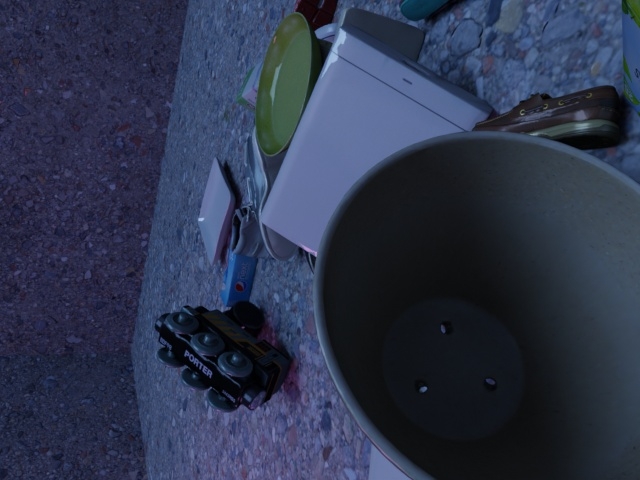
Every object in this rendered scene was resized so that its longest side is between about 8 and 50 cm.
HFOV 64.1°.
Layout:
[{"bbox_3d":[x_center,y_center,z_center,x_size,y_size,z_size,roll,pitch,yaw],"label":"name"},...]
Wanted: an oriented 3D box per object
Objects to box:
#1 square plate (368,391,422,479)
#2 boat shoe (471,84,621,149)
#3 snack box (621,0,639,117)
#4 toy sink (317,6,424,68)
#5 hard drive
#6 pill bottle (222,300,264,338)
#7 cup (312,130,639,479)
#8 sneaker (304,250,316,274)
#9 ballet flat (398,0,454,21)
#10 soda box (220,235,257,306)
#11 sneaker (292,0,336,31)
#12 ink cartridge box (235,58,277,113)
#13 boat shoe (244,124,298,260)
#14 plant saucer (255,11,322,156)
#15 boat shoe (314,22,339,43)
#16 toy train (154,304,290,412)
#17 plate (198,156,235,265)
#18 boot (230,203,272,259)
[{"bbox_3d":[0.151,0.402,0.694,0.347,0.049,0.344,10,95,62],"label":"square plate"},{"bbox_3d":[0.251,-0.135,0.582,0.178,0.064,0.060,8,87,56],"label":"boat shoe"},{"bbox_3d":[0.296,-0.099,0.363,0.070,0.174,0.207,-23,59,21],"label":"snack box"},{"bbox_3d":[0.050,-0.271,0.886,0.131,0.152,0.234,51,130,54],"label":"toy sink"},{"bbox_3d":[0.062,-0.108,0.789,0.047,0.233,0.353,-52,-8,-52],"label":"hard drive"},{"bbox_3d":[-0.246,0.265,1.377,0.219,0.122,0.123,-51,42,29],"label":"pill bottle"},{"bbox_3d":[0.157,0.095,0.504,0.237,0.330,0.331,92,169,-62],"label":"cup"},{"bbox_3d":[0.000,0.000,1.039,0.118,0.083,0.222,117,143,-70],"label":"sneaker"},{"bbox_3d":[0.195,-0.381,0.725,0.221,0.076,0.079,10,75,63],"label":"ballet flat"},{"bbox_3d":[-0.229,0.082,1.451,0.071,0.067,0.210,42,122,57],"label":"soda box"},{"bbox_3d":[-0.013,-0.558,1.149,0.221,0.087,0.128,-60,26,19],"label":"sneaker"},{"bbox_3d":[-0.071,-0.318,1.103,0.212,0.154,0.093,1,65,61],"label":"ink cartridge box"},{"bbox_3d":[-0.113,-0.112,1.180,0.099,0.116,0.320,-7,91,59],"label":"boat shoe"},{"bbox_3d":[-0.055,-0.263,0.882,0.241,0.037,0.241,-20,68,61],"label":"plant saucer"},{"bbox_3d":[0.013,-0.382,1.070,0.226,0.083,0.076,-173,77,-74],"label":"boat shoe"},{"bbox_3d":[-0.231,0.263,1.184,0.333,0.190,0.142,29,111,28],"label":"toy train"},{"bbox_3d":[-0.347,-0.101,1.730,0.277,0.045,0.278,61,137,48],"label":"plate"},{"bbox_3d":[-0.145,-0.070,1.254,0.095,0.123,0.258,48,127,54],"label":"boot"}]
